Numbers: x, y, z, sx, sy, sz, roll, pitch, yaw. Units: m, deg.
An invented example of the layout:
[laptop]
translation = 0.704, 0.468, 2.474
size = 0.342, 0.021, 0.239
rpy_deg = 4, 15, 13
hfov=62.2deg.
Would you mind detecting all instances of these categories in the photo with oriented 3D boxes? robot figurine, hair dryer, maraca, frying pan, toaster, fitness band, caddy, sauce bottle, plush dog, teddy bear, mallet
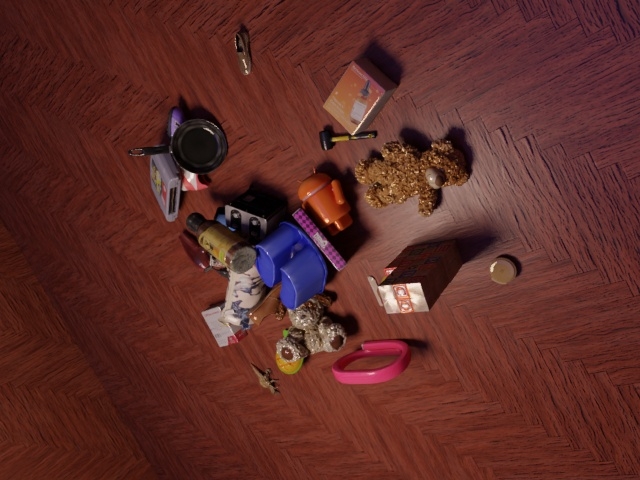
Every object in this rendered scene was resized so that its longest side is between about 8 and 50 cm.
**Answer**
[robot figurine]
translation = 0.014, -0.126, 1.713
size = 0.219, 0.128, 0.158
rpy_deg = 56, 174, -1
[hair dryer]
translation = -0.455, 0.024, 2.155
size = 0.294, 0.080, 0.223
rpy_deg = 10, 101, 24
[maraca]
translation = -0.117, 0.435, 2.094
size = 0.127, 0.099, 0.185
rpy_deg = 14, 93, 26
[frying pan]
translation = -0.494, -0.309, 1.911
size = 0.326, 0.053, 0.197
rpy_deg = -27, 108, 0
[toaster]
translation = -0.224, -0.095, 1.866
size = 0.168, 0.185, 0.110
rpy_deg = 21, 125, 15
[fitness band]
translation = 0.174, 0.412, 1.808
size = 0.291, 0.209, 0.054
rpy_deg = -14, 102, 37
[caddy]
translation = -0.089, 0.080, 1.814
size = 0.241, 0.179, 0.341
rpy_deg = 47, 157, 18
[sauce bottle]
translation = -0.354, -0.003, 1.834
size = 0.344, 0.111, 0.111
rpy_deg = 32, 129, 43
[plush dog]
translation = -0.039, 0.300, 1.948
size = 0.262, 0.210, 0.225
rpy_deg = -16, 88, 10
[teddy bear]
translation = 0.250, -0.179, 1.538
size = 0.338, 0.113, 0.245
rpy_deg = 9, 119, 31
[mallet]
translation = 0.083, -0.308, 1.640
size = 0.190, 0.039, 0.062
rpy_deg = 8, 116, 27

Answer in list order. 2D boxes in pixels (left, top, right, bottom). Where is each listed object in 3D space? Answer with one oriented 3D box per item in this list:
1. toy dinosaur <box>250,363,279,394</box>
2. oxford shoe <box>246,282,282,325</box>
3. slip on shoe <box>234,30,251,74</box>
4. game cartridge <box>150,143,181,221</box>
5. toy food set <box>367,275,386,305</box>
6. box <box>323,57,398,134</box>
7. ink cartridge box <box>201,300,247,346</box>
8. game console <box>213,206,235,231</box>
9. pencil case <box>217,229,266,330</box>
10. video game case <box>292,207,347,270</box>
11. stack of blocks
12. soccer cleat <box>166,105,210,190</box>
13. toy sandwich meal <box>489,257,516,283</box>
[toy dinosaur]
translation = -0.242, 0.595, 2.279
size = 0.183, 0.053, 0.092
rpy_deg = 47, 131, 6
[oxford shoe]
translation = -0.176, 0.231, 1.986
size = 0.076, 0.212, 0.076
rpy_deg = 44, 173, 11
[slip on shoe]
translation = -0.254, -0.606, 1.717
size = 0.051, 0.041, 0.135
rpy_deg = 17, 121, 27
[game cartridge]
translation = -0.603, -0.227, 2.051
size = 0.196, 0.060, 0.294
rpy_deg = 64, 152, 22
[toy food set]
translation = 0.248, 0.176, 1.733
size = 0.218, 0.071, 0.128
rpy_deg = -8, 107, 37
[box]
translation = 0.113, -0.415, 1.528
size = 0.130, 0.091, 0.170
rpy_deg = 45, 129, 8
[ink cartridge box]
translation = -0.409, 0.354, 2.263
size = 0.127, 0.072, 0.175
rpy_deg = -20, 100, 39
[game console]
translation = -0.348, -0.055, 2.011
size = 0.071, 0.107, 0.122
rpy_deg = 39, 114, 47
[pencil case]
translation = -0.283, 0.140, 2.005
size = 0.160, 0.183, 0.410
rpy_deg = 26, 123, 22
[video game case]
translation = 0.000, 0.000, 1.745
size = 0.042, 0.210, 0.232
rpy_deg = -40, 89, -1
[stack of blocks]
translation = 0.277, 0.102, 1.532
size = 0.171, 0.297, 0.087
rpy_deg = -11, 106, 36
[soccer cleat]
translation = -0.489, -0.341, 1.978
size = 0.116, 0.108, 0.318
rpy_deg = 1, 112, 13
[toy sandwich meal]
translation = 0.528, 0.086, 1.531
size = 0.086, 0.029, 0.085
rpy_deg = 12, 114, 30
